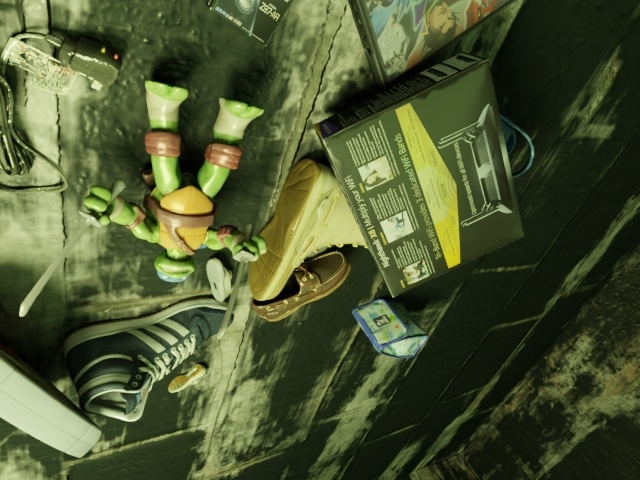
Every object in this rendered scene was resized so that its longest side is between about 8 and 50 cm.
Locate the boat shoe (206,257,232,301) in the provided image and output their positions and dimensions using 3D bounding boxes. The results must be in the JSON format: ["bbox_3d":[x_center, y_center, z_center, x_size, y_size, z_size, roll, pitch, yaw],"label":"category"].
[{"bbox_3d":[-0.173,0.064,0.789,0.035,0.035,0.100,-42,145,-39],"label":"boat shoe"}]

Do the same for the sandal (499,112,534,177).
[{"bbox_3d":[0.267,-0.187,0.781,0.318,0.138,0.126,5,127,-36],"label":"sandal"}]

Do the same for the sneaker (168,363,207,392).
[{"bbox_3d":[-0.273,0.292,0.932,0.083,0.032,0.036,-32,139,-5],"label":"sneaker"}]

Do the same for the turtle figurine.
[{"bbox_3d":[-0.161,-0.042,0.540,0.275,0.198,0.265,-44,150,-72],"label":"turtle figurine"}]

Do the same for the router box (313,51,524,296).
[{"bbox_3d":[0.163,-0.088,0.697,0.243,0.081,0.308,-25,121,2],"label":"router box"}]

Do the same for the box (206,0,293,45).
[{"bbox_3d":[-0.082,-0.283,0.531,0.083,0.018,0.067,19,116,-44],"label":"box"}]

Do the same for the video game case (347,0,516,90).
[{"bbox_3d":[0.159,-0.377,0.599,0.275,0.035,0.248,-35,140,-2],"label":"video game case"}]

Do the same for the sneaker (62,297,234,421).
[{"bbox_3d":[-0.264,0.196,0.753,0.283,0.153,0.099,-11,134,-28],"label":"sneaker"}]

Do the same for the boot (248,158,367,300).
[{"bbox_3d":[0.000,0.000,0.797,0.204,0.095,0.261,11,111,-41],"label":"boot"}]

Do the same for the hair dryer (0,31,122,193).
[{"bbox_3d":[-0.359,-0.144,0.419,0.294,0.080,0.223,21,115,-45],"label":"hair dryer"}]

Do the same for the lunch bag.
[{"bbox_3d":[0.163,0.213,1.091,0.151,0.128,0.096,5,123,-36],"label":"lunch bag"}]

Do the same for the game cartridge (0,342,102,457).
[{"bbox_3d":[-0.421,0.192,0.608,0.060,0.196,0.294,-46,146,-27],"label":"game cartridge"}]

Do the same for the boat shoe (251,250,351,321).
[{"bbox_3d":[-0.036,0.084,0.870,0.207,0.073,0.073,-35,142,-2],"label":"boat shoe"}]
